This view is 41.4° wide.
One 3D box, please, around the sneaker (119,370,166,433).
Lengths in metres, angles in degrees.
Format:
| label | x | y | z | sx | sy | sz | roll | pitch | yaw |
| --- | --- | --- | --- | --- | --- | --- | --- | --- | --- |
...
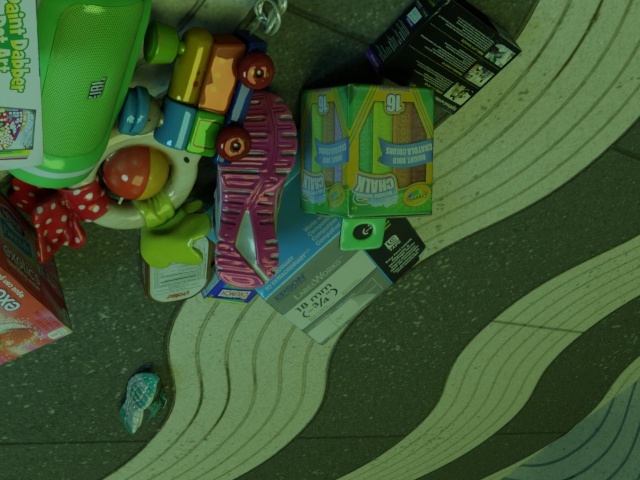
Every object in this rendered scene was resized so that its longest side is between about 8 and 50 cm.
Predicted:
| label | x | y | z | sx | sy | sz | roll | pitch | yaw |
| --- | --- | --- | --- | --- | --- | --- | --- | --- | --- |
| sneaker | -0.314 | 0.286 | 1.557 | 0.076 | 0.065 | 0.166 | -19 | 153 | -40 |

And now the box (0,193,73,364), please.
| label | x | y | z | sx | sy | sz | roll | pitch | yaw |
| --- | --- | --- | --- | --- | --- | --- | --- | --- | --- |
| box | -0.438 | 0.018 | 1.012 | 0.142 | 0.154 | 0.300 | -24 | 148 | -1 |

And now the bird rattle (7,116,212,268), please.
| label | x | y | z | sx | sy | sz | roll | pitch | yaw |
| --- | --- | --- | --- | --- | --- | --- | --- | --- | --- |
| bird rattle | -0.255 | -0.072 | 1.077 | 0.253 | 0.143 | 0.207 | 15 | 119 | -28 |

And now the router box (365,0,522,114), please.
| label | x | y | z | sx | sy | sz | roll | pitch | yaw |
| --- | --- | --- | --- | --- | --- | --- | --- | --- | --- |
| router box | 0.166 | -0.251 | 1.128 | 0.179 | 0.046 | 0.133 | 18 | 128 | -46 |

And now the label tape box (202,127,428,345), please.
| label | x | y | z | sx | sy | sz | roll | pitch | yaw |
| --- | --- | --- | --- | --- | --- | --- | --- | --- | --- |
| label tape box | 0.000 | 0.000 | 1.273 | 0.240 | 0.106 | 0.334 | -42 | 146 | 1 |

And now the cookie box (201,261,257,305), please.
| label | x | y | z | sx | sy | sz | roll | pitch | yaw |
| --- | --- | --- | --- | --- | --- | --- | --- | --- | --- |
| cookie box | -0.129 | 0.054 | 1.361 | 0.092 | 0.040 | 0.107 | 12 | 133 | -45 |

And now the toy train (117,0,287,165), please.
| label | x | y | z | sx | sy | sz | roll | pitch | yaw |
| --- | --- | --- | --- | --- | --- | --- | --- | --- | --- |
| toy train | -0.130 | -0.215 | 0.941 | 0.143 | 0.105 | 0.248 | 7 | 112 | -32 |

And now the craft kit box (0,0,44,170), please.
| label | x | y | z | sx | sy | sz | roll | pitch | yaw |
| --- | --- | --- | --- | --- | --- | --- | --- | --- | --- |
| craft kit box | -0.278 | -0.229 | 0.686 | 0.061 | 0.250 | 0.247 | -9 | 144 | -26 |

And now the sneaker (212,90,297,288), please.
| label | x | y | z | sx | sy | sz | roll | pitch | yaw |
| --- | --- | --- | --- | --- | --- | --- | --- | --- | --- |
| sneaker | -0.096 | -0.070 | 1.109 | 0.103 | 0.111 | 0.252 | 9 | 96 | -13 |

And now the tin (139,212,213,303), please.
| label | x | y | z | sx | sy | sz | roll | pitch | yaw |
| --- | --- | --- | --- | --- | --- | --- | --- | --- | --- |
| tin | -0.218 | 0.031 | 1.277 | 0.106 | 0.040 | 0.190 | -8 | 143 | -17 |

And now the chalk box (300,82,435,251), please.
| label | x | y | z | sx | sy | sz | roll | pitch | yaw |
| --- | --- | --- | --- | --- | --- | --- | --- | --- | --- |
| chalk box | 0.059 | -0.092 | 1.104 | 0.132 | 0.132 | 0.213 | -4 | 97 | -29 |

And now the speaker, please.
| label | x | y | z | sx | sy | sz | roll | pitch | yaw |
| --- | --- | --- | --- | --- | --- | --- | --- | --- | --- |
| speaker | -0.255 | -0.192 | 0.864 | 0.131 | 0.131 | 0.296 | -2 | 140 | -31 |
